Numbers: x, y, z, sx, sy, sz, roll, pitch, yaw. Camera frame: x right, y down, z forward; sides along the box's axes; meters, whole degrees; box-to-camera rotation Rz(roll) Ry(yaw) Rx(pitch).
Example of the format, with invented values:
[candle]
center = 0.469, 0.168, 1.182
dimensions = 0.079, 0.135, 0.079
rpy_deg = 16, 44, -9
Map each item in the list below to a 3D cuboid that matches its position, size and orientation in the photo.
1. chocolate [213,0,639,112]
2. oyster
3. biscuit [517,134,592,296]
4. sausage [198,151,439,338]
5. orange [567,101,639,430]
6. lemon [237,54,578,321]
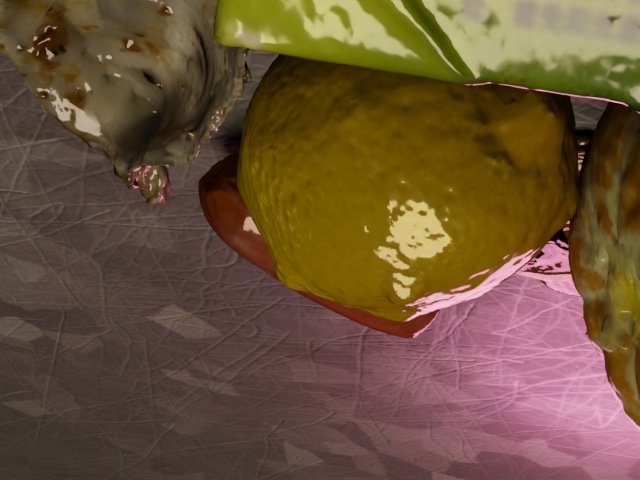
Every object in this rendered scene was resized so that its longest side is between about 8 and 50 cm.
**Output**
[chocolate]
center = 0.123, -0.204, 0.616
dimensions = 0.289, 0.301, 0.137
rpy_deg = 10, 140, 7
[oyster]
center = -0.155, -0.156, 1.069
dimensions = 0.204, 0.111, 0.396
rpy_deg = 36, 150, -5
[biscuit]
center = 0.207, -0.020, 1.201
dimensions = 0.208, 0.041, 0.290
rpy_deg = -12, 144, 39
[sausage]
center = 0.000, 0.000, 1.259
dimensions = 0.259, 0.113, 0.113
rpy_deg = 32, 148, -33
[orange]
center = 0.309, 0.012, 0.919
dimensions = 0.249, 0.329, 0.329
rpy_deg = -9, 153, -6
[lemon]
center = 0.061, -0.061, 0.980
dimensions = 0.233, 0.233, 0.288
rpy_deg = 30, 156, -29
